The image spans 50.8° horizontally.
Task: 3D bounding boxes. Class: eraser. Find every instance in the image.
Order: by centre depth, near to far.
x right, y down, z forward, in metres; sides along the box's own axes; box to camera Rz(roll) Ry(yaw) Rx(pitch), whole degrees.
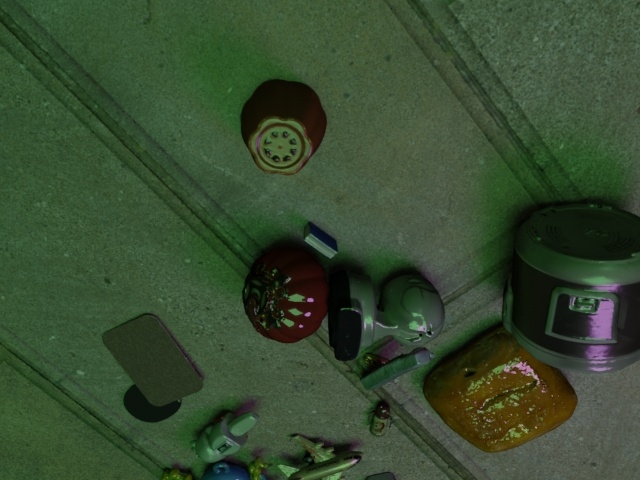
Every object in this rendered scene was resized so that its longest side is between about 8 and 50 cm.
[{"bbox_3d":[0.000,0.000,1.586,0.085,0.063,0.027,35,111,-18],"label":"eraser"}]

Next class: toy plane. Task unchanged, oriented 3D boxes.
[{"bbox_3d":[0.009,0.645,1.909,0.245,0.092,0.228,-22,89,1],"label":"toy plane"}]

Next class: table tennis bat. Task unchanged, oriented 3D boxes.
[{"bbox_3d":[-0.429,0.419,1.837,0.247,0.022,0.138,-34,113,18],"label":"table tennis bat"}]

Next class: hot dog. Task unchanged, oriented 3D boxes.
[{"bbox_3d":[0.152,0.326,1.785,0.083,0.021,0.037,20,117,-9],"label":"hot dog"}]

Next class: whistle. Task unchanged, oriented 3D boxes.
[{"bbox_3d":[-0.263,0.538,1.855,0.253,0.105,0.102,-40,142,26],"label":"whistle"}]

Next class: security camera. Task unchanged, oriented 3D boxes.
[{"bbox_3d":[0.159,0.166,1.606,0.278,0.191,0.196,0,122,-2],"label":"security camera"}]

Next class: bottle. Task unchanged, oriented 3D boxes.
[{"bbox_3d":[0.165,0.491,1.859,0.063,0.047,0.101,4,117,-13],"label":"bottle"}]

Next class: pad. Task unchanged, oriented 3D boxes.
[{"bbox_3d":[-0.442,0.321,1.778,0.176,0.002,0.266,-24,111,16],"label":"pad"}]

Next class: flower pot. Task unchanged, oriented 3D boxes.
[{"bbox_3d":[-0.079,-0.227,1.406,0.191,0.173,0.190,-1,116,-1],"label":"flower pot"}]

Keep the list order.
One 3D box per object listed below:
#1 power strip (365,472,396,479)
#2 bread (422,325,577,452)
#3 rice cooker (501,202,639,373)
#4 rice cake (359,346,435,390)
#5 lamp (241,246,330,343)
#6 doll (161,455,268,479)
[{"bbox_3d":[0.210,0.830,1.994,0.230,0.141,0.260,-16,120,7],"label":"power strip"},{"bbox_3d":[0.468,0.414,1.761,0.328,0.148,0.337,-36,112,18],"label":"bread"},{"bbox_3d":[0.582,0.115,1.506,0.336,0.335,0.325,-4,119,2],"label":"rice cooker"},{"bbox_3d":[0.191,0.323,1.699,0.081,0.051,0.290,-6,159,-27],"label":"rice cake"},{"bbox_3d":[-0.084,0.126,1.567,0.227,0.226,0.226,0,118,0],"label":"lamp"},{"bbox_3d":[-0.288,0.769,1.979,0.347,0.098,0.341,0,118,5],"label":"doll"}]
